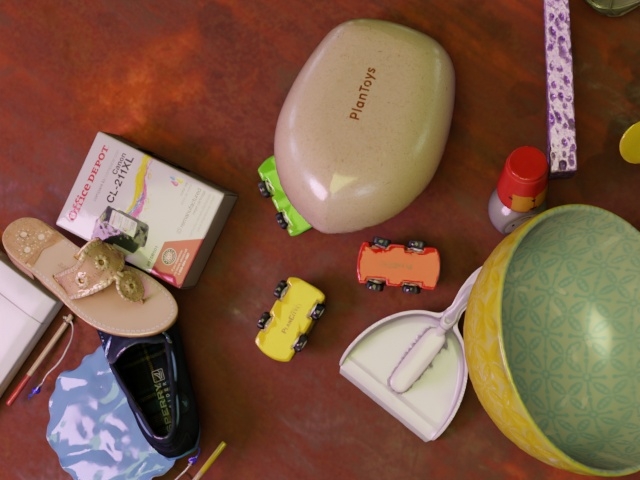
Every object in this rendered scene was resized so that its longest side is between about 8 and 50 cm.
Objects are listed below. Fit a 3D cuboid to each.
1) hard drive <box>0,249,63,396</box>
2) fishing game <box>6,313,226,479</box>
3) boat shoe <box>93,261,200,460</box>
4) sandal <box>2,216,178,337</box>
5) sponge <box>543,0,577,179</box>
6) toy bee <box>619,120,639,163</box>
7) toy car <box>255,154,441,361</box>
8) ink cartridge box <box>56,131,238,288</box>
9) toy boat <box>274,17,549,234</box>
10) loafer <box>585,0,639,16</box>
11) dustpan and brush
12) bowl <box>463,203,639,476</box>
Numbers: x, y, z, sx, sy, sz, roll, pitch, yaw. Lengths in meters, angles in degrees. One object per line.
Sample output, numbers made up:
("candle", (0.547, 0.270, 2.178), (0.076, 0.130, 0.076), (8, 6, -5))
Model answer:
("hard drive", (-0.508, 0.151, 1.769), (0.233, 0.047, 0.353), (36, 96, 10))
("fishing game", (-0.241, 0.211, 1.722), (0.264, 0.041, 0.189), (33, 88, 15))
("boat shoe", (-0.201, 0.126, 1.666), (0.109, 0.089, 0.258), (-30, 70, -2))
("sandal", (-0.275, 0.029, 1.632), (0.240, 0.079, 0.088), (28, 64, 20))
("sponge", (0.265, -0.176, 1.586), (0.031, 0.117, 0.210), (-2, 89, 8))
("toy bee", (0.397, -0.061, 1.526), (0.195, 0.298, 0.162), (33, 131, -15))
("toy car", (0.000, 0.000, 1.669), (0.239, 0.053, 0.225), (-28, 84, 9))
("ink cartridge box", (-0.208, -0.036, 1.699), (0.175, 0.072, 0.127), (26, 95, 10))
("toy boat", (0.107, -0.097, 1.603), (0.318, 0.148, 0.267), (22, 70, 11))
("loafer", (0.423, -0.361, 1.561), (0.319, 0.111, 0.112), (-39, 83, 8))
("dustpan and brush", (0.131, 0.113, 1.638), (0.147, 0.060, 0.211), (38, 96, 9))
("bowl", (0.251, 0.118, 1.550), (0.156, 0.289, 0.289), (-21, 84, 52))
